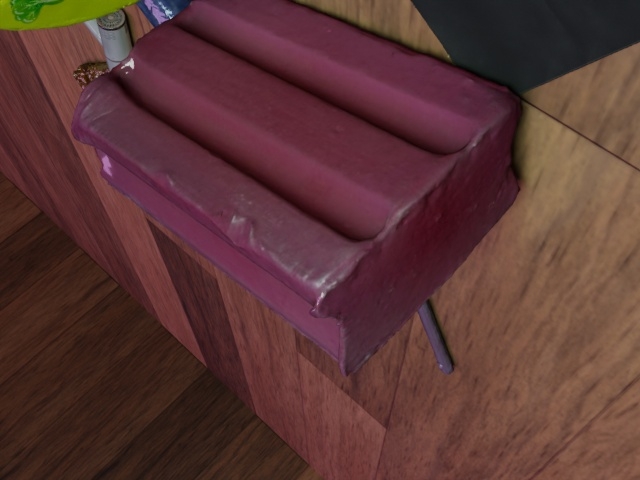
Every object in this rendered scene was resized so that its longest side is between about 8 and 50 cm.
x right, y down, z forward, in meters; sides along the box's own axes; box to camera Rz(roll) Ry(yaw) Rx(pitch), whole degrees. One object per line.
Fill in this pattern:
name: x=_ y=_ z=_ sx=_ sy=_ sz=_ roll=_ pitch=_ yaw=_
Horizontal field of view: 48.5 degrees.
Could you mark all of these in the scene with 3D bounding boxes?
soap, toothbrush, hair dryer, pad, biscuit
soap: x=-0.036 y=-0.083 z=0.625 sx=0.359 sy=0.233 sz=0.128 roll=33 pitch=157 yaw=34
toothbrush: x=0.109 y=0.053 z=0.870 sx=0.024 sy=0.029 sz=0.354 roll=41 pitch=162 yaw=51
hair dryer: x=-0.339 y=-0.322 z=1.052 sx=0.183 sy=0.044 sz=0.155 roll=47 pitch=158 yaw=15
pad: x=0.140 y=-0.161 z=0.480 sx=0.116 sy=0.004 sz=0.193 roll=51 pitch=158 yaw=-10
biscuit: x=-0.365 y=-0.251 z=1.226 sx=0.206 sy=0.025 sz=0.126 roll=14 pitch=141 yaw=55

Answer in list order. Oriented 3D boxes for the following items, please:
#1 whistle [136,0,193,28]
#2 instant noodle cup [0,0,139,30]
whistle: x=-0.171 y=-0.266 z=0.801 sx=0.304 sy=0.062 sz=0.062 roll=52 pitch=158 yaw=-14
instant noodle cup: x=-0.193 y=-0.326 z=0.472 sx=0.222 sy=0.311 sz=0.311 roll=55 pitch=159 yaw=8
